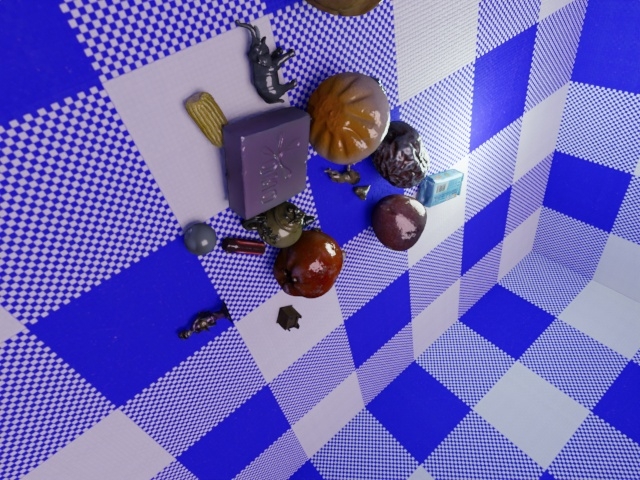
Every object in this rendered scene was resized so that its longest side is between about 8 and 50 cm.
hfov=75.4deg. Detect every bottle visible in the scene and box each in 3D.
[{"bbox_3d":[-0.277,0.023,1.484,0.164,0.060,0.060,9,111,-46],"label":"bottle"}]

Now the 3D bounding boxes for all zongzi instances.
[{"bbox_3d":[0.181,-0.224,1.771,0.076,0.040,0.083,42,74,-43],"label":"zongzi"}]

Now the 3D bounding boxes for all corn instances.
[{"bbox_3d":[-0.315,-0.344,1.189,0.085,0.063,0.165,-52,144,-21],"label":"corn"}]

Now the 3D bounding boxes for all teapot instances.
[{"bbox_3d":[-0.139,-0.070,1.438,0.269,0.173,0.182,2,158,-37],"label":"teapot"}]

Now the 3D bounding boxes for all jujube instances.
[{"bbox_3d":[0.328,-0.341,1.704,0.226,0.226,0.317,-52,145,-3],"label":"jujube"}]

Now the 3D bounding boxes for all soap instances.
[{"bbox_3d":[-0.166,-0.252,1.324,0.285,0.107,0.296,-33,144,-35],"label":"soap"},{"bbox_3d":[0.616,-0.270,2.121,0.293,0.077,0.156,-20,130,-33],"label":"soap"}]

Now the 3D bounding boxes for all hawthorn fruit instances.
[{"bbox_3d":[-0.050,0.089,1.598,0.284,0.284,0.285,-24,131,-31],"label":"hawthorn fruit"}]

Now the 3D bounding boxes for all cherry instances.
[{"bbox_3d":[0.352,-0.088,1.892,0.307,0.221,0.261,30,86,-37],"label":"cherry"}]

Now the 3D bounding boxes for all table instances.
[{"bbox_3d":[-0.136,0.344,1.820,0.070,0.082,0.083,-6,120,-42],"label":"table"}]

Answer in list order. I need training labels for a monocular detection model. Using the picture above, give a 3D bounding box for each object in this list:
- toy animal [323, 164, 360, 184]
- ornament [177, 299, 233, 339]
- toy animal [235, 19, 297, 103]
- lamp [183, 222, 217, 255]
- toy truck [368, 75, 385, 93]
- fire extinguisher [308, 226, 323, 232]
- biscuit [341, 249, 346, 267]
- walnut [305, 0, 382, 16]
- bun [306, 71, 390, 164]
[{"bbox_3d":[0.095,-0.264,1.635,0.219,0.069,0.086,3,124,-42],"label":"toy animal"},{"bbox_3d":[-0.427,0.306,1.533,0.203,0.088,0.081,-28,158,-11],"label":"ornament"},{"bbox_3d":[-0.148,-0.525,1.210,0.137,0.082,0.270,-37,137,-21],"label":"toy animal"},{"bbox_3d":[-0.385,-0.004,1.328,0.105,0.105,0.105,-24,131,-31],"label":"lamp"},{"bbox_3d":[0.140,-0.484,1.502,0.257,0.108,0.140,-52,153,-6],"label":"toy truck"},{"bbox_3d":[0.000,0.000,1.740,0.062,0.050,0.177,-37,136,-5],"label":"fire extinguisher"},{"bbox_3d":[0.010,0.129,1.815,0.240,0.035,0.158,-25,146,-18],"label":"biscuit"},{"bbox_3d":[0.051,-0.786,1.032,0.383,0.383,0.384,-24,131,-31],"label":"walnut"},{"bbox_3d":[0.069,-0.394,1.331,0.164,0.298,0.299,-6,121,-57],"label":"bun"}]
